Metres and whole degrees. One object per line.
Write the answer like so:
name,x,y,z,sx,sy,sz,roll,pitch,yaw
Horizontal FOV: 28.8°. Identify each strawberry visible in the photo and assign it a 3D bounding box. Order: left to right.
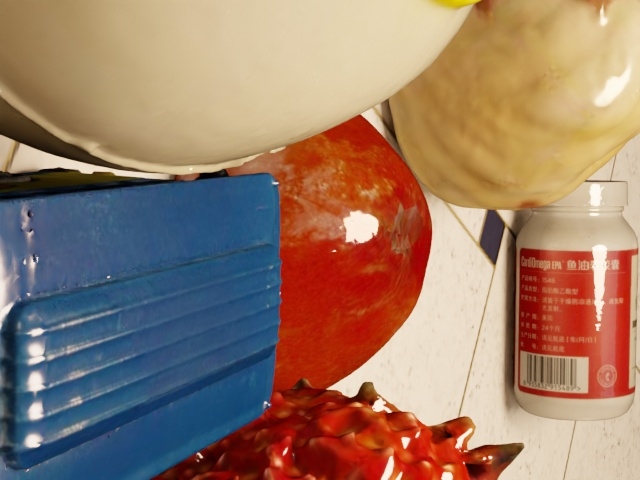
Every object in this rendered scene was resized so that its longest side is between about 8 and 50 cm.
strawberry,-0.040,0.247,0.741,0.343,0.292,0.292,-31,121,-30

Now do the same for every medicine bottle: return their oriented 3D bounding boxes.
medicine bottle,0.273,0.061,1.337,0.131,0.131,0.250,-6,98,-59

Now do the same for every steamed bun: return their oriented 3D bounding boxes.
steamed bun,-0.066,-0.197,0.590,0.374,0.334,0.334,-31,119,-61

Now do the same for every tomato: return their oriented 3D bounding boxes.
tomato,0.000,0.000,0.874,0.200,0.140,0.233,47,53,-42

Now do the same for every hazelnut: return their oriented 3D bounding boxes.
hazelnut,0.168,-0.149,1.099,0.241,0.261,0.261,9,83,-26

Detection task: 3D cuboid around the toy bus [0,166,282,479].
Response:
toy bus,-0.140,0.037,0.589,0.288,0.175,0.138,-15,108,-68
